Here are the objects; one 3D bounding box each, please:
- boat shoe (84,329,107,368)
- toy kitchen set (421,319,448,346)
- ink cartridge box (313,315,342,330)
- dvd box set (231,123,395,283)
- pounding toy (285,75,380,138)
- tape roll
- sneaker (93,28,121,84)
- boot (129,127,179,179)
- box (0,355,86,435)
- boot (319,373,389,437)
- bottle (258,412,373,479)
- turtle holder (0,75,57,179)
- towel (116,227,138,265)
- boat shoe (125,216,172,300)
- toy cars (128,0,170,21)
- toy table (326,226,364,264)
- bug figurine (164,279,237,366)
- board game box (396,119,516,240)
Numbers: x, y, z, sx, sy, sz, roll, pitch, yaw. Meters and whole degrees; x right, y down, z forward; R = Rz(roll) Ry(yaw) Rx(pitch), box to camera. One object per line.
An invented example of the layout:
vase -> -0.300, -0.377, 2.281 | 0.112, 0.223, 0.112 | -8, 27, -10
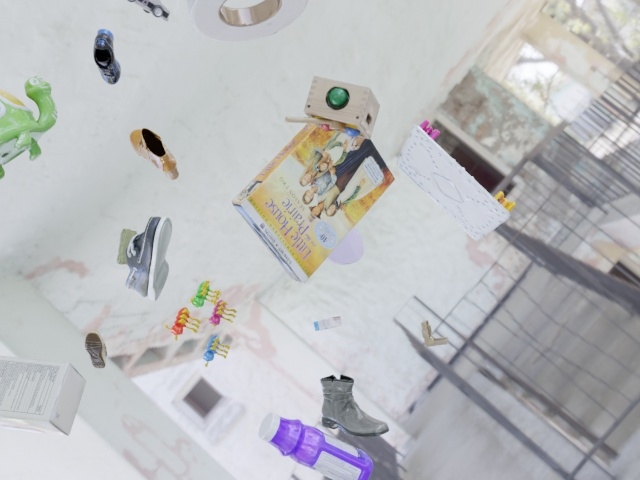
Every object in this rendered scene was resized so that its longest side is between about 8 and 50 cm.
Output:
boat shoe -> -0.617, 0.293, 1.911 | 0.045, 0.050, 0.135 | -94, 8, -53
toy kitchen set -> 0.386, 0.305, 2.332 | 0.075, 0.083, 0.068 | -11, 3, 23
ink cartridge box -> 0.028, 0.238, 1.994 | 0.083, 0.028, 0.048 | -18, -12, 33
dvd box set -> -0.006, -0.136, 1.873 | 0.420, 0.308, 0.062 | -48, 33, -19
pounding toy -> 0.025, -0.237, 1.282 | 0.141, 0.130, 0.100 | 21, -95, -75
tape roll -> -0.228, -0.761, 2.195 | 0.391, 0.072, 0.392 | -15, -12, -3
sneaker -> -0.742, -0.613, 2.395 | 0.232, 0.081, 0.091 | 98, 175, -56
boot -> -0.640, -0.369, 2.600 | 0.104, 0.295, 0.211 | -40, -20, -13
box -> -0.712, 0.372, 1.670 | 0.127, 0.232, 0.149 | 84, -167, -57
boot -> 0.092, 0.492, 2.083 | 0.083, 0.246, 0.161 | -6, -84, -51
bottle -> -0.013, 0.499, 1.658 | 0.092, 0.282, 0.118 | -63, 18, -11
turtle holder -> -0.898, -0.323, 1.920 | 0.320, 0.227, 0.243 | -34, 5, 12
towel -> -0.765, 0.027, 2.756 | 0.110, 0.027, 0.148 | 26, -112, -70
boat shoe -> -0.392, 0.039, 1.549 | 0.303, 0.091, 0.114 | 113, 176, -50
toy cars -> -0.629, -0.799, 2.109 | 0.087, 0.393, 0.176 | -61, 0, 8
toy table -> 0.000, 0.000, 2.405 | 0.160, 0.274, 0.252 | -20, 40, 47
bug figurine -> -0.359, 0.249, 2.129 | 0.279, 0.072, 0.216 | 57, -133, -49
board game box -> 0.421, -0.183, 2.219 | 0.050, 0.390, 0.390 | -44, -7, -8
